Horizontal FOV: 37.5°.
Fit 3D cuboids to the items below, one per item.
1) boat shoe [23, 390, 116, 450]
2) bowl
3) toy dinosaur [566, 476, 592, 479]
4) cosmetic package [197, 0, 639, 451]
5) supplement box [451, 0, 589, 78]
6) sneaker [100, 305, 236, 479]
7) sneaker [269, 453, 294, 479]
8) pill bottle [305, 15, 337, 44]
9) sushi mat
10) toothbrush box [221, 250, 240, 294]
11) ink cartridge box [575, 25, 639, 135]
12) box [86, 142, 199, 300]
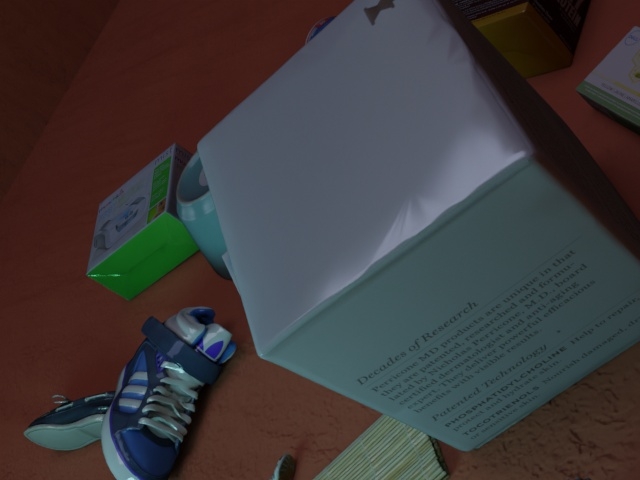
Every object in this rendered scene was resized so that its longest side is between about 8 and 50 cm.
[{"bbox_3d":[-0.467,0.339,1.800,0.255,0.095,0.079,-22,43,36],"label":"boat shoe"},{"bbox_3d":[-0.156,-0.097,1.789,0.312,0.163,0.311,-33,36,28],"label":"bowl"},{"bbox_3d":[0.200,0.320,0.907,0.314,0.160,0.121,-34,35,24],"label":"toy dinosaur"},{"bbox_3d":[0.134,-0.021,1.061,0.327,0.394,0.329,-39,46,20],"label":"cosmetic package"},{"bbox_3d":[0.309,-0.370,1.505,0.191,0.129,0.194,-9,51,48],"label":"supplement box"},{"bbox_3d":[-0.242,0.242,1.576,0.236,0.130,0.322,-44,26,19],"label":"sneaker"},{"bbox_3d":[-0.064,0.342,1.342,0.037,0.032,0.083,-15,46,43],"label":"sneaker"},{"bbox_3d":[0.068,-0.358,1.805,0.124,0.124,0.221,-53,31,-3],"label":"pill bottle"},{"bbox_3d":[0.028,0.348,1.232,0.316,0.019,0.151,-45,31,11],"label":"sushi mat"},{"bbox_3d":[0.000,0.000,1.525,0.295,0.126,0.216,-47,32,9],"label":"toothbrush box"},{"bbox_3d":[0.474,-0.247,1.242,0.235,0.056,0.171,-48,31,8],"label":"ink cartridge box"},{"bbox_3d":[-0.359,-0.040,2.026,0.262,0.127,0.231,-34,37,28],"label":"box"}]
